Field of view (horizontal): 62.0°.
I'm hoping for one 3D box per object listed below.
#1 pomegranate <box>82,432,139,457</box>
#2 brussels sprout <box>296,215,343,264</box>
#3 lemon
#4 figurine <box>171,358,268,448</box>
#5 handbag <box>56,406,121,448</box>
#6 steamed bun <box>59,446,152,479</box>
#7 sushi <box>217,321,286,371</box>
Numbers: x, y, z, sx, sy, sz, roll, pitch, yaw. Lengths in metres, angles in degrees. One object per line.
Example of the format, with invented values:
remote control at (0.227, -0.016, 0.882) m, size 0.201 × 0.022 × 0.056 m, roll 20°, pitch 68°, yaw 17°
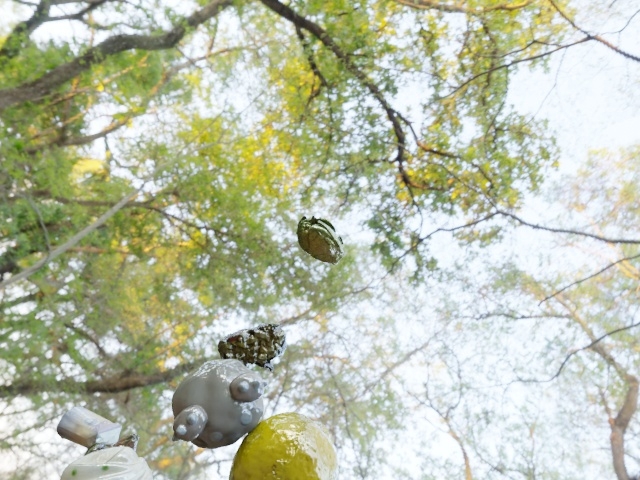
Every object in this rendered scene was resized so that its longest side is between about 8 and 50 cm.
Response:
pomegranate at (-0.538, 0.575, 1.368) m, size 0.163 × 0.126 × 0.138 m, roll -35°, pitch -65°, yaw 16°
brussels sprout at (0.002, -0.001, 1.785) m, size 0.181 × 0.101 × 0.139 m, roll 39°, pitch -56°, yaw -18°
lemon at (-0.093, 0.559, 1.274) m, size 0.253 × 0.310 × 0.254 m, roll 30°, pitch -34°, yaw 23°
figurine at (-0.261, 0.417, 1.369) m, size 0.203 × 0.248 × 0.380 m, roll 62°, pitch -17°, yaw 11°
handbag at (-0.699, 0.563, 1.589) m, size 0.173 × 0.117 × 0.095 m, roll 16°, pitch -95°, yaw 19°
steamed bun at (-0.400, 0.481, 0.987) m, size 0.183 × 0.182 × 0.106 m, roll 64°, pitch -24°, yaw -8°
sushi at (-0.209, 0.340, 1.659) m, size 0.115 × 0.212 × 0.147 m, roll 143°, pitch -62°, yaw -81°
